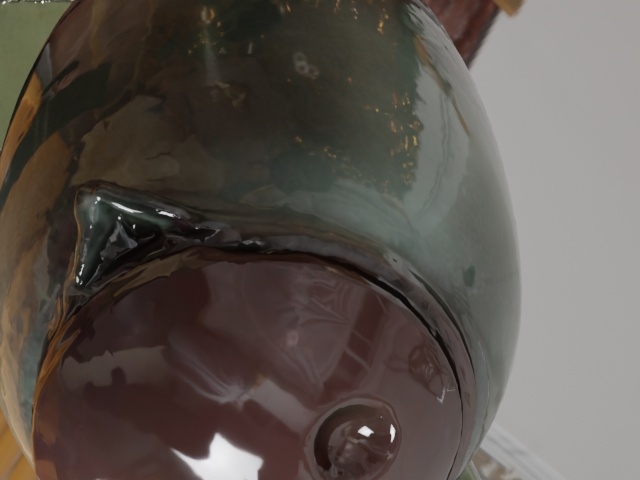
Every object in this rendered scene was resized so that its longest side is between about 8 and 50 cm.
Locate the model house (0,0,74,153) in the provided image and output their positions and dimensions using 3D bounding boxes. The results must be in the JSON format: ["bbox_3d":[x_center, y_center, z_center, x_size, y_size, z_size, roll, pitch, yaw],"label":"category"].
[{"bbox_3d":[-0.269,-0.153,1.083,0.279,0.205,0.218,-125,-145,-64],"label":"model house"}]

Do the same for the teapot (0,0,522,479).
[{"bbox_3d":[-0.007,0.042,0.469,0.233,0.315,0.312,-30,-156,11],"label":"teapot"}]
